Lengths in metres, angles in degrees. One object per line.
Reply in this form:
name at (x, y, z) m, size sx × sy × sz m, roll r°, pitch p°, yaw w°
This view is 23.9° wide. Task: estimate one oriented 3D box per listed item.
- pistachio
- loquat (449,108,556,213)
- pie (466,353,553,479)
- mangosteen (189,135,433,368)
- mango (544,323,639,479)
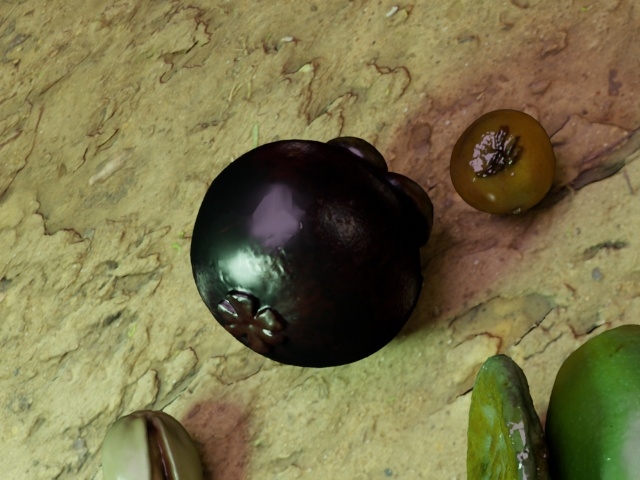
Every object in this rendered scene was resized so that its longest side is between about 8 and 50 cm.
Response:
pistachio at (-0.225, 0.321, 2.024) m, size 0.144 × 0.144 × 0.215 m, roll -28°, pitch 54°, yaw 22°
loquat at (0.232, -0.097, 1.929) m, size 0.141 × 0.141 × 0.141 m, roll -20°, pitch 51°, yaw 28°
pie at (0.211, 0.267, 1.627) m, size 0.070 × 0.323 × 0.323 m, roll -6°, pitch 52°, yaw -5°
mangosteen at (0.000, 0.000, 1.958) m, size 0.307 × 0.307 × 0.347 m, roll 3°, pitch 37°, yaw 40°
mango at (0.351, 0.258, 1.549) m, size 0.225 × 0.201 × 0.382 m, roll -23°, pitch 53°, yaw 21°
